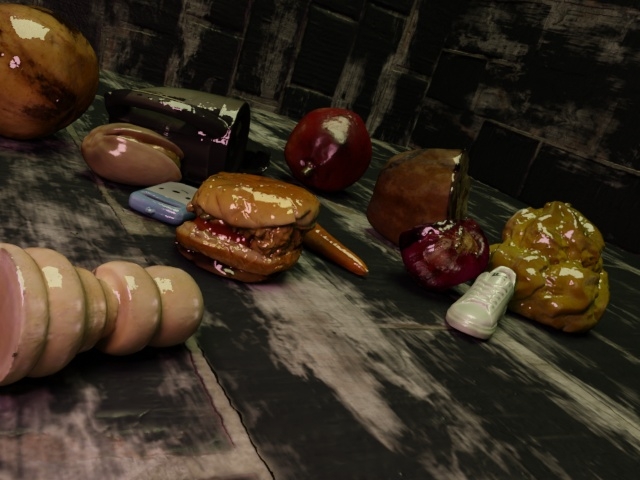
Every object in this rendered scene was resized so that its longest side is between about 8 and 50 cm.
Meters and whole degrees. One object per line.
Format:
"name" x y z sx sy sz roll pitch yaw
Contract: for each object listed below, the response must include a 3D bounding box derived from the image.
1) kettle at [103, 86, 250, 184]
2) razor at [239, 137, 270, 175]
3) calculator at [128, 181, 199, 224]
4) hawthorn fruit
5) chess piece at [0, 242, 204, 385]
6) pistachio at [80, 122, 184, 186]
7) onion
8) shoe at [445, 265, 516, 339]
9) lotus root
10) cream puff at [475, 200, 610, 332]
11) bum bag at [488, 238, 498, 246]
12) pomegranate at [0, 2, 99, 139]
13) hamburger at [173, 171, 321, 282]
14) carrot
"kettle" -0.359 -0.273 1.432 0.323 0.229 0.321 14 -7 2
"razor" -0.321 -0.301 1.798 0.348 0.114 0.204 26 16 24
"calculator" -0.303 -0.079 1.232 0.121 0.039 0.210 20 17 9
"hawthorn fruit" 0.013 -0.273 1.858 0.265 0.265 0.307 25 40 21
"chess piece" -0.245 0.073 0.665 0.142 0.143 0.260 29 15 33
"pistachio" -0.406 -0.182 1.300 0.215 0.144 0.144 16 16 -26
"onion" 0.252 0.042 1.300 0.195 0.140 0.218 -11 -13 -29
"shoe" 0.324 0.111 1.178 0.095 0.110 0.265 26 15 22
"lotus root" 0.276 -0.118 1.576 0.249 0.317 0.316 18 14 28
"cream puff" 0.530 0.042 1.380 0.324 0.258 0.291 4 18 -41
"bum bag" 0.547 0.037 1.762 0.087 0.049 0.197 13 16 -35
"pomegranate" -0.662 -0.374 1.343 0.321 0.323 0.322 17 16 -5
"hamburger" -0.128 -0.036 1.065 0.244 0.163 0.244 16 18 -5
"carrot" 0.000 0.000 1.286 0.062 0.066 0.271 -36 44 -15
